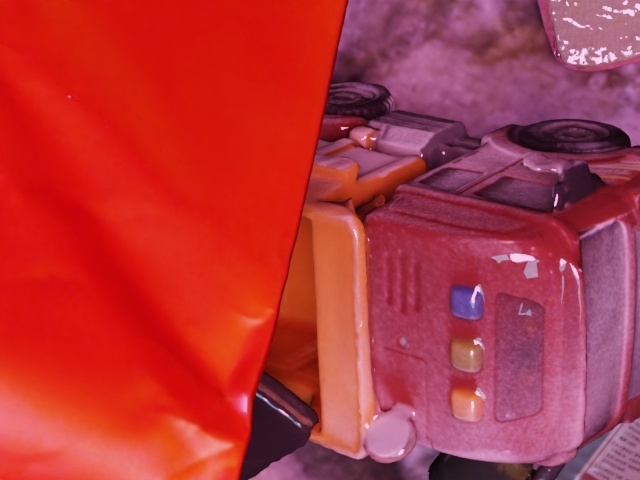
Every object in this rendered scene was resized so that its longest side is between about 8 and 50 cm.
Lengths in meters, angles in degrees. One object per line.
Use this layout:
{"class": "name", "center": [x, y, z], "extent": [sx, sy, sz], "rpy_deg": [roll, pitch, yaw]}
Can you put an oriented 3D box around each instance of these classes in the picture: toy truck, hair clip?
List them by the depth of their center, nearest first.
{"class": "toy truck", "center": [0.000, 0.000, 0.554], "extent": [0.270, 0.135, 0.114], "rpy_deg": [14, 117, 37]}
{"class": "hair clip", "center": [0.107, -0.137, 0.583], "extent": [0.054, 0.022, 0.137], "rpy_deg": [-13, 109, 10]}

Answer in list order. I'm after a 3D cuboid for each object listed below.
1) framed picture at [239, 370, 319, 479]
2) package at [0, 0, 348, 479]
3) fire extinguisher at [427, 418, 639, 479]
{"class": "framed picture", "center": [-0.179, 0.055, 0.594], "extent": [0.265, 0.016, 0.347], "rpy_deg": [37, 143, -7]}
{"class": "package", "center": [-0.093, -0.097, 0.424], "extent": [0.196, 0.423, 0.123], "rpy_deg": [23, 152, -19]}
{"class": "fire extinguisher", "center": [0.161, 0.016, 0.598], "extent": [0.093, 0.118, 0.294], "rpy_deg": [47, 115, 32]}
